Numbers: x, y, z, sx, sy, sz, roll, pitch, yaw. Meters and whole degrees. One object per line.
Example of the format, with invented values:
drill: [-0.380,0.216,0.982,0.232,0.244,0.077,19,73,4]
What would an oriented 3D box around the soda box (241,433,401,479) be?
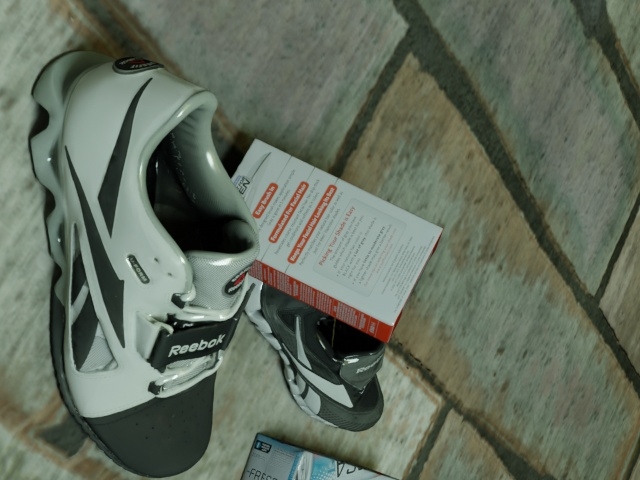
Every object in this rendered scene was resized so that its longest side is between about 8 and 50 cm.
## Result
soda box: [0.006,0.231,1.045,0.183,0.058,0.063,30,76,-51]

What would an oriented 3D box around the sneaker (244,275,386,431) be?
sneaker: [0.018,0.102,0.988,0.078,0.106,0.234,-54,135,-26]

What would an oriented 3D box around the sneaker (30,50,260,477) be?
sneaker: [-0.107,0.038,0.793,0.122,0.146,0.330,-33,125,-43]

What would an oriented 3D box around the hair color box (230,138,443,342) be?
hair color box: [0.000,0.000,0.893,0.093,0.167,0.053,-61,172,-20]
